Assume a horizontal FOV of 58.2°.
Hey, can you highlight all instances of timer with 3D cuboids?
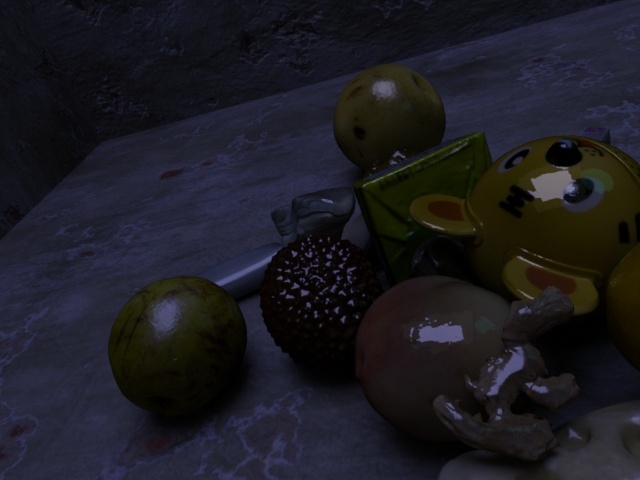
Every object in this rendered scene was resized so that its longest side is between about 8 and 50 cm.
[{"bbox_3d":[0.394,-0.014,1.010,0.387,0.375,0.376,-9,23,-29],"label":"timer"}]

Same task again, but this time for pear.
[{"bbox_3d":[-0.285,0.212,1.164,0.284,0.283,0.283,-15,30,9],"label":"pear"},{"bbox_3d":[0.205,-0.358,1.729,0.349,0.348,0.348,-15,30,9],"label":"pear"}]

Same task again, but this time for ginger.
[{"bbox_3d":[0.276,0.177,0.761,0.149,0.065,0.258,39,69,16],"label":"ginger"}]

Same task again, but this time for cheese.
[{"bbox_3d":[0.261,0.072,1.139,0.091,0.203,0.175,-39,28,27],"label":"cheese"},{"bbox_3d":[0.367,0.304,0.756,0.351,0.129,0.328,10,36,40],"label":"cheese"}]

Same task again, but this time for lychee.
[{"bbox_3d":[0.014,0.121,1.129,0.268,0.267,0.267,-15,30,9],"label":"lychee"}]

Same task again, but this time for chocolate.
[{"bbox_3d":[0.242,-0.056,1.266,0.301,0.288,0.137,-25,19,-9],"label":"chocolate"}]

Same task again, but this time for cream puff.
[{"bbox_3d":[0.226,-0.145,1.538,0.245,0.196,0.244,5,48,-6],"label":"cream puff"}]

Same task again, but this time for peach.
[{"bbox_3d":[0.195,0.181,0.930,0.293,0.247,0.292,9,28,-5],"label":"peach"}]

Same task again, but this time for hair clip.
[{"bbox_3d":[0.119,-0.016,1.420,0.282,0.113,0.172,-48,27,28],"label":"hair clip"}]

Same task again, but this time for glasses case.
[{"bbox_3d":[-0.228,0.100,1.482,0.308,0.083,0.128,-23,24,-6],"label":"glasses case"}]

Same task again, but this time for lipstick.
[{"bbox_3d":[0.649,-0.187,1.449,0.066,0.068,0.317,9,40,41],"label":"lipstick"}]

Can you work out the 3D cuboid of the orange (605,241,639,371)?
[{"bbox_3d":[0.527,0.086,0.756,0.279,0.279,0.235,-3,57,27],"label":"orange"}]

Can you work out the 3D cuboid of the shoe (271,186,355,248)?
[{"bbox_3d":[0.000,0.000,1.320,0.132,0.210,0.342,-14,-2,-24],"label":"shoe"}]
